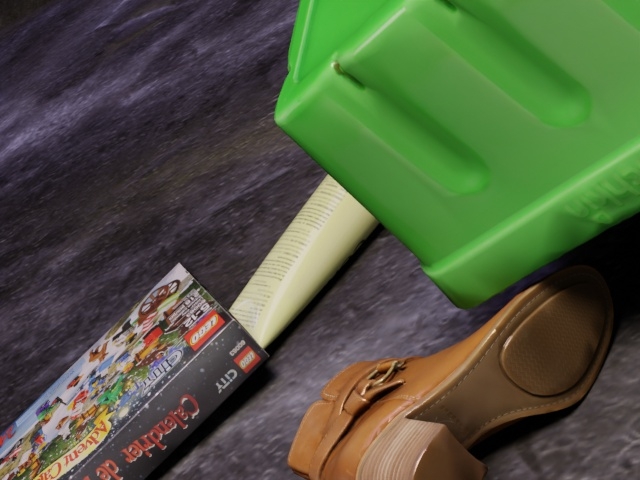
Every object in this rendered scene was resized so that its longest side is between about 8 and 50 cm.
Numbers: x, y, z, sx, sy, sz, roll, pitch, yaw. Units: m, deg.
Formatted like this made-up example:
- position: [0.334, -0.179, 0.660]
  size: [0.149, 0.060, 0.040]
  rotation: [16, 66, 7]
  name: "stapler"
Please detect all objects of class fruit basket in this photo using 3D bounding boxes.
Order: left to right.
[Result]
- position: [0.211, -0.129, 0.772]
  size: [0.392, 0.392, 0.283]
  rotation: [-17, 48, 36]
  name: "fruit basket"

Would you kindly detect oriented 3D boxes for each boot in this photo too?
- position: [0.072, 0.083, 0.825]
  size: [0.197, 0.073, 0.152]
  rotation: [-41, 18, -24]
  name: "boot"

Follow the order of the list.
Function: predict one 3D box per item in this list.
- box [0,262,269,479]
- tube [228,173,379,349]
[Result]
- position: [-0.158, 0.130, 1.041]
  size: [0.233, 0.044, 0.159]
  rotation: [-44, 24, -5]
  name: "box"
- position: [0.000, 0.000, 1.095]
  size: [0.062, 0.070, 0.240]
  rotation: [33, 72, 19]
  name: "tube"
